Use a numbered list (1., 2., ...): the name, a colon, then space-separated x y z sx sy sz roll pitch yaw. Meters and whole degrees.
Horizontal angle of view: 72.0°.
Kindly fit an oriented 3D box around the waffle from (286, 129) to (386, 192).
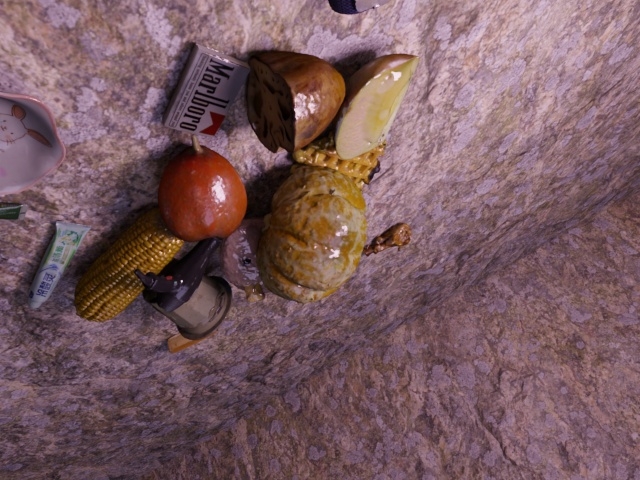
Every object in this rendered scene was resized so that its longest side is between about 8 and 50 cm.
1. waffle: 0.043 -0.187 1.248 0.307 0.060 0.312 -17 148 -16

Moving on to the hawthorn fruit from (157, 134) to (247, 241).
1. hawthorn fruit: -0.270 -0.121 0.985 0.199 0.199 0.251 -16 130 -21

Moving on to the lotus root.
1. lotus root: -0.041 -0.285 0.915 0.180 0.188 0.199 -24 149 -30

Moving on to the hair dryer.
1. hair dryer: -0.346 0.073 1.042 0.236 0.091 0.271 -54 173 2

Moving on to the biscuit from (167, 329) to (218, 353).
1. biscuit: -0.478 0.354 1.644 0.187 0.056 0.052 -26 152 -8

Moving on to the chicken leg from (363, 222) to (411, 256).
1. chicken leg: 0.260 0.009 1.705 0.207 0.101 0.085 -30 121 20

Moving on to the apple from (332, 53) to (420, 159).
1. apple: 0.094 -0.312 1.015 0.193 0.120 0.265 -28 156 -30

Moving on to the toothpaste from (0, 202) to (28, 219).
1. toothpaste: -0.691 -0.061 0.854 0.204 0.032 0.049 2 139 -44

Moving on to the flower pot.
1. flower pot: -0.400 0.164 1.287 0.212 0.212 0.202 -33 142 8

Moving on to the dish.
1. dish: -0.560 -0.181 0.735 0.229 0.081 0.229 -24 149 -15

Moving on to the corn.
1. corn: -0.488 0.065 1.115 0.387 0.144 0.144 -44 147 19

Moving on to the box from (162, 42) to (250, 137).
1. box: -0.230 -0.293 0.879 0.115 0.036 0.177 4 136 -44

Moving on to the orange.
1. orange: 0.000 0.000 1.122 0.270 0.210 0.369 16 96 -33

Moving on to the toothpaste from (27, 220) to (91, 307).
1. toothpaste: -0.648 0.061 1.067 0.074 0.048 0.297 13 127 -45

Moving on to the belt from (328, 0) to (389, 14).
1. belt: 0.112 -0.487 0.764 0.230 0.140 0.126 -29 149 -3

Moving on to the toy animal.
1. toy animal: -0.156 0.044 1.291 0.358 0.188 0.227 6 112 -46
